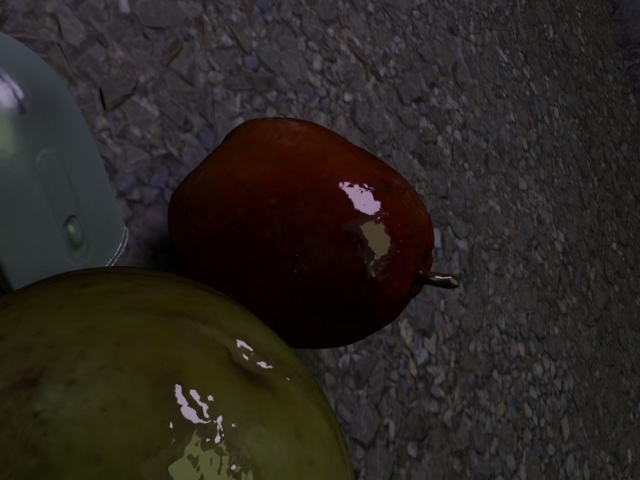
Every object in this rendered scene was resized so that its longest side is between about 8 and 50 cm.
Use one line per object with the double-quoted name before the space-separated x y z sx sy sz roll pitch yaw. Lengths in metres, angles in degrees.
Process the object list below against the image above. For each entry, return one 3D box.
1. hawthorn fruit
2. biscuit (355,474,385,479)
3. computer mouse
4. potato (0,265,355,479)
"hawthorn fruit" 0.000 0.000 0.674 0.224 0.261 0.224 -36 133 -51
"biscuit" 0.009 0.356 0.691 0.281 0.084 0.179 -23 94 -50
"computer mouse" -0.236 -0.059 0.577 0.128 0.079 0.230 -46 115 -42
"potato" -0.101 0.107 0.486 0.330 0.280 0.212 30 63 -41
